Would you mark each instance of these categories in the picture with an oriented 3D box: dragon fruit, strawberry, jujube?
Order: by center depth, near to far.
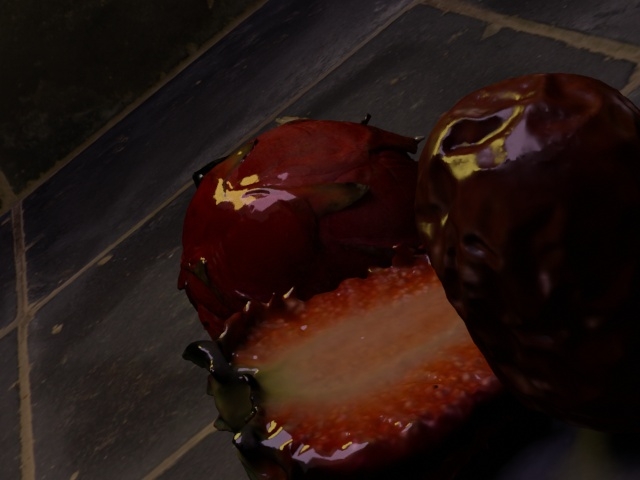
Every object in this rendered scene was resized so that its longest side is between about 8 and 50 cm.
[{"bbox_3d":[0.162,0.010,0.837,0.174,0.250,0.174,-30,26,16],"label":"jujube"},{"bbox_3d":[0.069,0.117,0.993,0.306,0.137,0.233,-18,35,-17],"label":"strawberry"},{"bbox_3d":[-0.005,0.007,1.174,0.252,0.241,0.241,-17,27,20],"label":"dragon fruit"}]

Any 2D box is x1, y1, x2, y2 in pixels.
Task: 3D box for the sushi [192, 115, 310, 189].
[{"bbox_3d":[-0.030,-0.068,1.556,0.109,0.134,0.273,-10,18,29],"label":"sushi"}]
